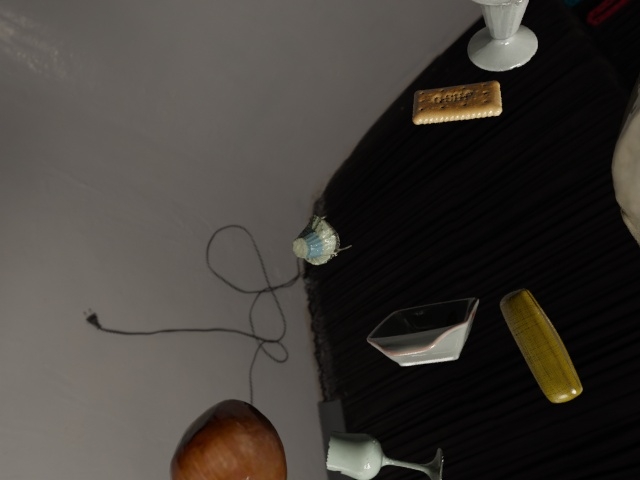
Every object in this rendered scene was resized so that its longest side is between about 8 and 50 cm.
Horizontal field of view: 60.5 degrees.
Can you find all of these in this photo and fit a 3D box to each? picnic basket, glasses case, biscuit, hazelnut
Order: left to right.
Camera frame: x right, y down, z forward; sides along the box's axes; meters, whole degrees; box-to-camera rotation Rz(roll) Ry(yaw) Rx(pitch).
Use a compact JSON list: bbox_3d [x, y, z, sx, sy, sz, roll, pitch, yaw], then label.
[{"bbox_3d":[-0.146,0.372,0.885,0.177,0.214,0.214,-8,65,-40],"label":"hazelnut"},{"bbox_3d":[0.000,0.000,0.798,0.065,0.083,0.083,42,40,19],"label":"picnic basket"},{"bbox_3d":[0.396,-0.406,1.601,0.030,0.250,0.160,70,25,-45],"label":"biscuit"},{"bbox_3d":[0.442,0.209,1.105,0.064,0.079,0.234,-6,64,-40],"label":"glasses case"}]

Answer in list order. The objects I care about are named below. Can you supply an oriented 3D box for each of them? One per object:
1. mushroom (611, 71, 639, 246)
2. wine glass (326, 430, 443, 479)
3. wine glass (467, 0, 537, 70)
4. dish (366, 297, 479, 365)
[{"bbox_3d":[0.315,-0.124,0.394,0.154,0.137,0.407,42,57,-2],"label":"mushroom"},{"bbox_3d":[0.109,0.383,0.956,0.196,0.079,0.079,8,39,7],"label":"wine glass"},{"bbox_3d":[0.326,-0.420,0.978,0.196,0.165,0.164,61,11,-60],"label":"wine glass"},{"bbox_3d":[0.166,0.151,0.855,0.234,0.154,0.064,-13,90,-68],"label":"dish"}]
